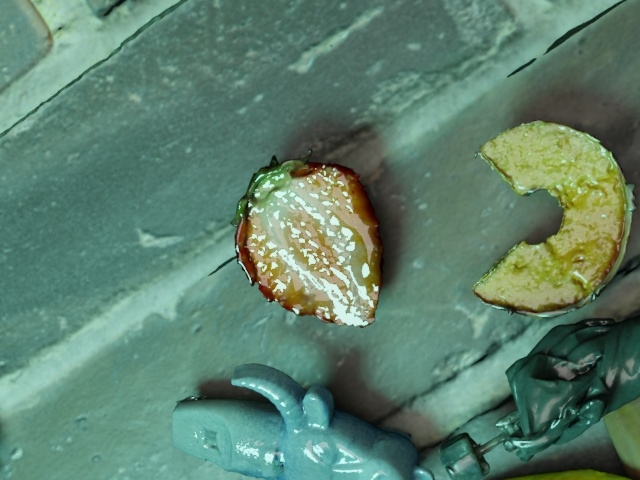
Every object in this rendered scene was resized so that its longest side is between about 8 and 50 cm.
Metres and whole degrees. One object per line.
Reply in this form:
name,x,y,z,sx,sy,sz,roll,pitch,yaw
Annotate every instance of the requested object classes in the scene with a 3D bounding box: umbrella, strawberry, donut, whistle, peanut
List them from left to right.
whistle,-0.021,0.204,1.116,0.269,0.093,0.180,7,119,14
strawberry,0.000,0.000,1.112,0.146,0.082,0.187,-35,90,17
donut,0.216,-0.017,1.064,0.146,0.078,0.181,1,86,12
umbrella,0.252,0.105,1.017,0.349,0.143,0.094,-33,78,11
peanut,0.307,0.187,1.047,0.076,0.076,0.152,-28,64,13

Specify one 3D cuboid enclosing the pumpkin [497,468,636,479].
pumpkin,0.217,0.318,1.063,0.312,0.148,0.169,-19,127,28
